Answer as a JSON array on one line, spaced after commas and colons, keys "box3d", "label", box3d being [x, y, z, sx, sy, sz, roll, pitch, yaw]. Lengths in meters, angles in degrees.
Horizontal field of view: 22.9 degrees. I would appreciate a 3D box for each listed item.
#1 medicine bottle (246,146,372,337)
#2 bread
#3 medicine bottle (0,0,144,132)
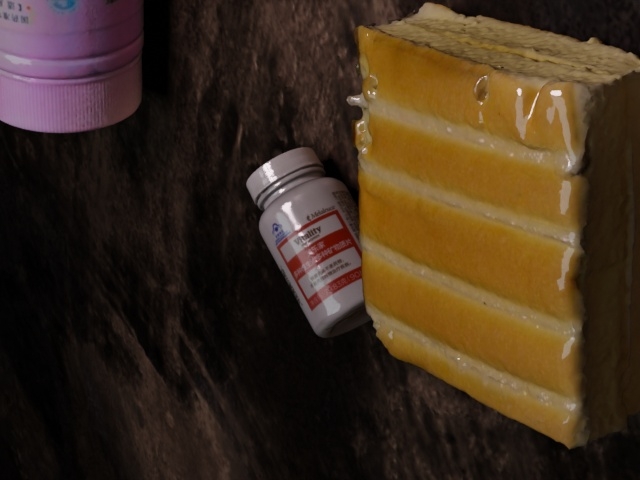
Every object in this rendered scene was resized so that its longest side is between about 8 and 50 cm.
[{"box3d": [0.000, 0.000, 1.254, 0.140, 0.079, 0.079, 61, 146, 14], "label": "medicine bottle"}, {"box3d": [0.119, -0.023, 1.040, 0.246, 0.111, 0.239, 22, 121, 52], "label": "bread"}, {"box3d": [-0.232, -0.238, 1.405, 0.152, 0.152, 0.254, 35, 134, 42], "label": "medicine bottle"}]
